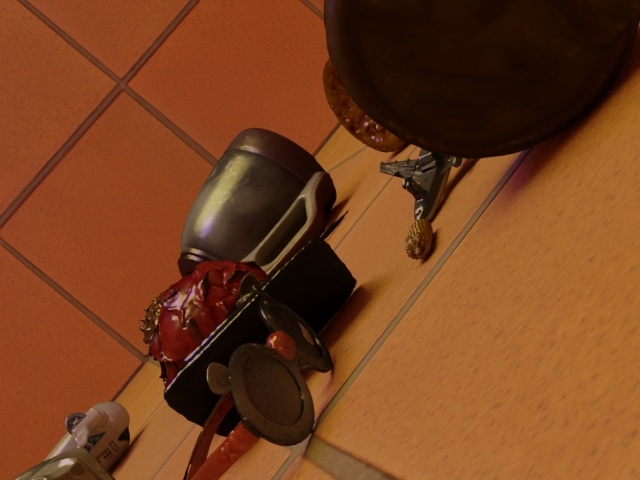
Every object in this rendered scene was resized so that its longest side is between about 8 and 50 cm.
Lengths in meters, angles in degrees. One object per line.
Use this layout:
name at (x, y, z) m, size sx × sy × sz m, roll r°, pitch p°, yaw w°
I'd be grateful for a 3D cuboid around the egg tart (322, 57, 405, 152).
egg tart at (0.117, -0.270, 1.837) m, size 0.147 × 0.202 × 0.202 m, roll -43°, pitch 3°, yaw -23°

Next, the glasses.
glasses at (-0.110, 0.190, 1.043) m, size 0.268 × 0.118 × 0.234 m, roll -48°, pitch 8°, yaw 19°

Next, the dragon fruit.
dragon fruit at (-0.129, 0.113, 1.368) m, size 0.209 × 0.172 × 0.172 m, roll -46°, pitch 7°, yaw 18°

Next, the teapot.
teapot at (-0.115, -0.020, 1.996) m, size 0.315 × 0.233 × 0.312 m, roll 9°, pitch 59°, yaw 48°

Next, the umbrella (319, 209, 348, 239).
umbrella at (0.001, -0.001, 1.817) m, size 0.149 × 0.022 × 0.022 m, roll -47°, pitch 1°, yaw -13°

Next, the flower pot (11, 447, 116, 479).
flower pot at (-0.452, 0.473, 1.530) m, size 0.254 × 0.164 × 0.367 m, roll -34°, pitch 13°, yaw 49°

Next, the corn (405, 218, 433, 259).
corn at (0.101, -0.002, 1.087) m, size 0.027 × 0.028 × 0.083 m, roll -26°, pitch 13°, yaw 16°

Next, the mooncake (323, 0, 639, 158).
mooncake at (0.142, -0.216, 0.939) m, size 0.284 × 0.284 × 0.155 m, roll -48°, pitch 12°, yaw 19°

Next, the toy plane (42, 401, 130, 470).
toy plane at (-0.469, 0.431, 2.097) m, size 0.267 × 0.123 × 0.267 m, roll -58°, pitch -8°, yaw -14°

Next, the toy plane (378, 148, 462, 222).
toy plane at (0.142, -0.099, 1.238) m, size 0.226 × 0.058 × 0.226 m, roll -22°, pitch 24°, yaw 41°

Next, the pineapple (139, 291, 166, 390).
pineapple at (-0.245, 0.184, 1.973) m, size 0.165 × 0.165 × 0.364 m, roll -50°, pitch 15°, yaw -3°

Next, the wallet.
wallet at (-0.063, 0.107, 1.195) m, size 0.245 × 0.052 × 0.168 m, roll -48°, pitch -29°, yaw -6°
